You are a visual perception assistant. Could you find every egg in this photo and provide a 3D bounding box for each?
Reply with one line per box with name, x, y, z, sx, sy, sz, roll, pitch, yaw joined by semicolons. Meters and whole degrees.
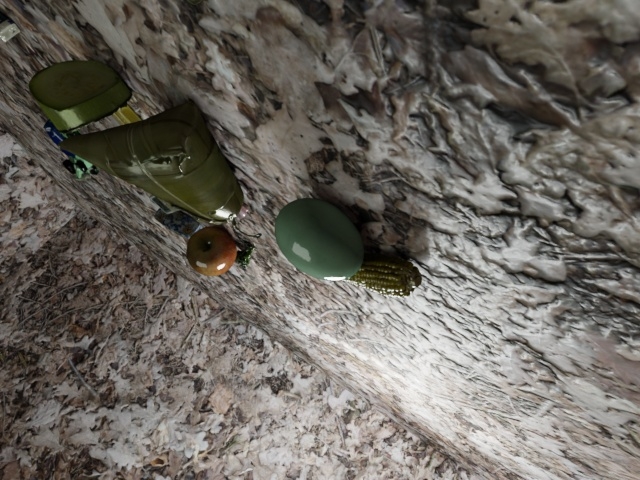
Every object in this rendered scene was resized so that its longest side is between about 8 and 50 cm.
egg;0.000;0.000;0.987;0.231;0.168;0.168;38;158;-13

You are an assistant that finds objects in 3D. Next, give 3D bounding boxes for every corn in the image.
corn;0.112;0.072;1.071;0.320;0.097;0.097;13;148;48

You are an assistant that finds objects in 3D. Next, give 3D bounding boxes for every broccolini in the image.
broccolini;-0.293;0.057;1.655;0.074;0.058;0.201;32;159;-7

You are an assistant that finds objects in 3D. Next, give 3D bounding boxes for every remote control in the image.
remote control;-0.587;-0.160;1.655;0.103;0.055;0.277;47;155;-23

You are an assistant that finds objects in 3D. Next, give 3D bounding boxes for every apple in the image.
apple;-0.416;0.044;1.640;0.188;0.188;0.174;33;162;8

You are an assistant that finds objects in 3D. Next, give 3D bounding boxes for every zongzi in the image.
zongzi;-0.397;-0.146;1.155;0.418;0.181;0.447;-3;144;16

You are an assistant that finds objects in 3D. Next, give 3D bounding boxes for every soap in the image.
soap;-0.542;-0.313;1.324;0.092;0.037;0.252;11;146;43

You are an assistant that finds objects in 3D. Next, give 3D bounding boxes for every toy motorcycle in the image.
toy motorcycle;-1.019;-0.391;1.758;0.196;0.125;0.331;37;154;4

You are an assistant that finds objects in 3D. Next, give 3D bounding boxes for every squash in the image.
squash;-0.596;-0.372;1.081;0.220;0.220;0.133;20;142;34

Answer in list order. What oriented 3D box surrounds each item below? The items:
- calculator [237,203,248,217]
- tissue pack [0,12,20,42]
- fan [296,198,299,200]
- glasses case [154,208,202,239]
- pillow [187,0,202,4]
calculator;-0.287;-0.111;1.366;0.166;0.024;0.103;9;144;49
tissue pack;-0.940;-0.629;1.248;0.083;0.062;0.042;35;162;5
fan;-0.044;-0.045;1.168;0.132;0.009;0.220;27;156;20
glasses case;-0.603;-0.076;1.802;0.248;0.087;0.065;24;167;26
pillow;-0.236;-0.456;0.618;0.130;0.033;0.217;12;147;50
